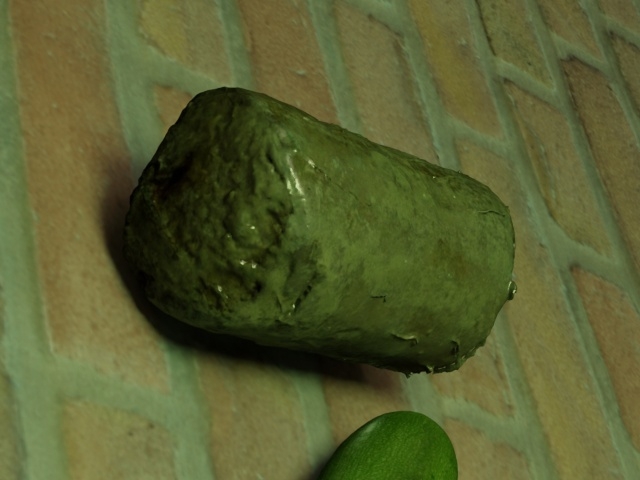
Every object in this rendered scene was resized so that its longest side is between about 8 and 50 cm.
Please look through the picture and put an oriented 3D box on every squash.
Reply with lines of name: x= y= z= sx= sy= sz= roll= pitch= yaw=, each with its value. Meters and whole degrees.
squash: x=0.027 y=0.228 z=1.390 sx=0.107 sy=0.107 sz=0.395 roll=45 pitch=30 yaw=-6

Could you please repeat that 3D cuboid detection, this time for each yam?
yam: x=0.000 y=0.000 z=1.539 sx=0.300 sy=0.195 sz=0.195 roll=17 pitch=42 yaw=-43
